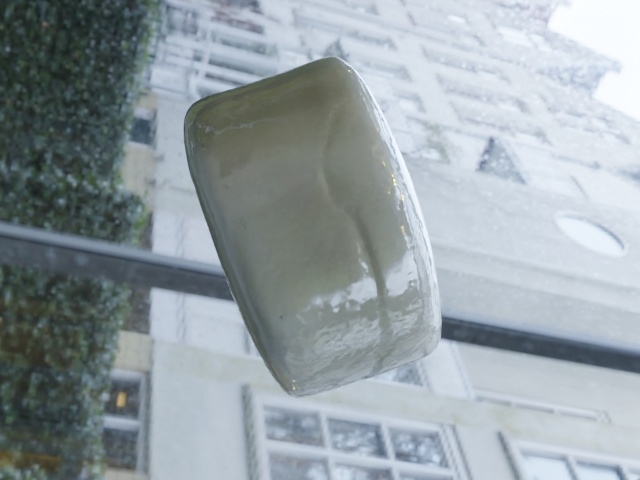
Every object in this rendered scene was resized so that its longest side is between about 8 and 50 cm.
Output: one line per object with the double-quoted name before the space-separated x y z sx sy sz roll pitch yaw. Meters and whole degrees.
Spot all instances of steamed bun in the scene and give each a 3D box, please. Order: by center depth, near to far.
"steamed bun" 0.000 0.000 0.738 0.164 0.146 0.242 -117 -173 -68
